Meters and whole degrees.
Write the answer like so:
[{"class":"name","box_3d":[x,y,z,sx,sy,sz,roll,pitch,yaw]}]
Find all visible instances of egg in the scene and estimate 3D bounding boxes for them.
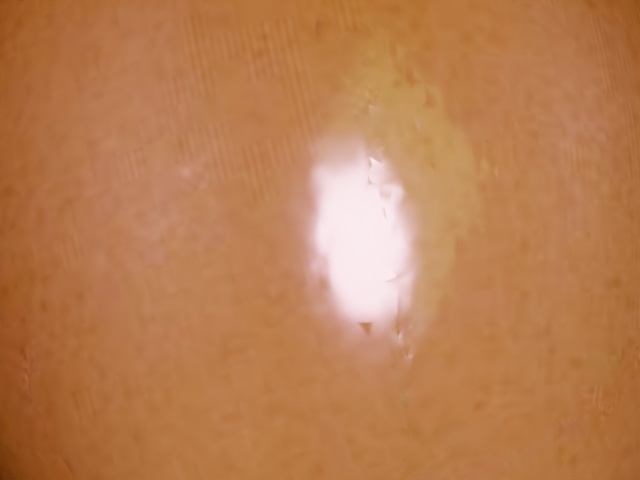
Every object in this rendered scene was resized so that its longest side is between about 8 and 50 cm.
[{"class":"egg","box_3d":[0.000,0.000,0.590,0.250,0.250,0.322,-2,68,-24]}]
